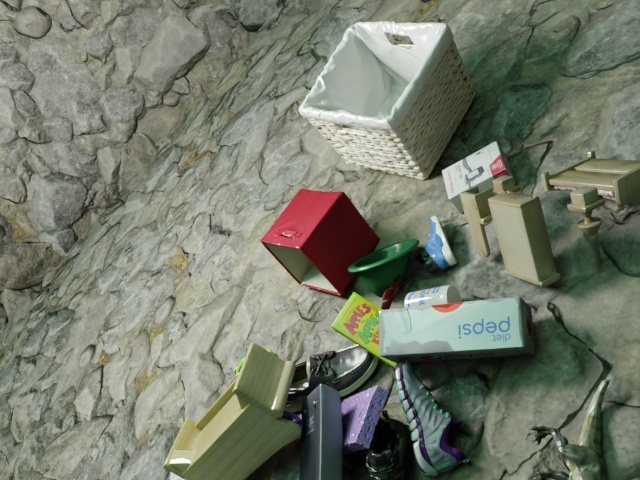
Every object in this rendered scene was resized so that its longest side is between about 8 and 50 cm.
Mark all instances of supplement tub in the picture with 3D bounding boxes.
[{"bbox_3d":[0.241,0.138,1.340,0.107,0.071,0.071,-17,45,37],"label":"supplement tub"}]

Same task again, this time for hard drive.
[{"bbox_3d":[-0.002,0.431,1.243,0.172,0.054,0.255,120,155,-59],"label":"hard drive"}]

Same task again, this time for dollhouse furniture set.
[{"bbox_3d":[0.523,-0.067,1.265,0.355,0.174,0.303,-23,17,-15],"label":"dollhouse furniture set"}]

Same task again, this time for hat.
[{"bbox_3d":[0.171,0.119,1.478,0.208,0.183,0.173,-24,6,-10],"label":"hat"}]

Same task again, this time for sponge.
[{"bbox_3d":[0.069,0.365,1.251,0.117,0.031,0.210,-66,5,-27],"label":"sponge"}]

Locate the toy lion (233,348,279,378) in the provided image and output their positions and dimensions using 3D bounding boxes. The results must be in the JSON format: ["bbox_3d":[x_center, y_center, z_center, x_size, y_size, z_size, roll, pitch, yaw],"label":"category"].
[{"bbox_3d":[-0.156,0.315,1.576,0.096,0.100,0.034,-61,30,15],"label":"toy lion"}]

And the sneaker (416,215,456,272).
[{"bbox_3d":[0.257,0.011,1.456,0.084,0.058,0.152,-26,46,16],"label":"sneaker"}]

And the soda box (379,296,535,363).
[{"bbox_3d":[0.258,0.177,1.208,0.286,0.091,0.098,-9,67,30],"label":"soda box"}]

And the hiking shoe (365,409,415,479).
[{"bbox_3d":[0.116,0.435,1.147,0.086,0.114,0.227,-18,45,33],"label":"hiking shoe"}]

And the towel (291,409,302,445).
[{"bbox_3d":[-0.046,0.424,1.427,0.083,0.009,0.060,-48,34,-1],"label":"towel"}]

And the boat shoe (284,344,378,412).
[{"bbox_3d":[-0.002,0.305,1.418,0.285,0.092,0.103,-29,34,24],"label":"boat shoe"}]

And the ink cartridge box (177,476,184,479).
[{"bbox_3d":[-0.311,0.577,1.538,0.083,0.028,0.048,-28,39,4],"label":"ink cartridge box"}]

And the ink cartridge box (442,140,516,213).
[{"bbox_3d":[0.373,-0.149,1.481,0.150,0.063,0.109,-29,39,25],"label":"ink cartridge box"}]

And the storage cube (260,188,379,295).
[{"bbox_3d":[0.000,0.000,1.618,0.183,0.215,0.193,9,57,51],"label":"storage cube"}]

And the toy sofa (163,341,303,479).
[{"bbox_3d":[-0.183,0.414,1.402,0.362,0.177,0.150,-50,12,31],"label":"toy sofa"}]

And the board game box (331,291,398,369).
[{"bbox_3d":[0.125,0.199,1.347,0.181,0.043,0.092,31,79,20],"label":"board game box"}]

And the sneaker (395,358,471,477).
[{"bbox_3d":[0.212,0.325,1.179,0.098,0.083,0.224,-23,60,16],"label":"sneaker"}]

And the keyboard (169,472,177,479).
[{"bbox_3d":[-0.356,0.662,1.527,0.072,0.014,0.256,-32,38,22],"label":"keyboard"}]

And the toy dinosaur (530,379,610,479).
[{"bbox_3d":[0.397,0.348,0.984,0.118,0.064,0.268,-9,48,34],"label":"toy dinosaur"}]

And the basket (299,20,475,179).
[{"bbox_3d":[0.189,-0.382,1.684,0.328,0.266,0.331,18,72,41],"label":"basket"}]
